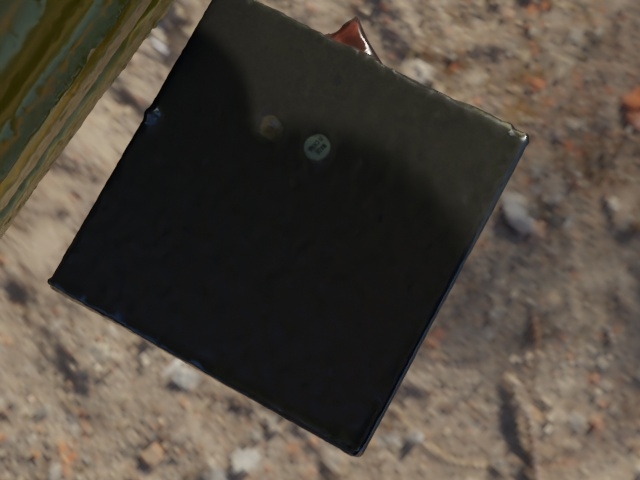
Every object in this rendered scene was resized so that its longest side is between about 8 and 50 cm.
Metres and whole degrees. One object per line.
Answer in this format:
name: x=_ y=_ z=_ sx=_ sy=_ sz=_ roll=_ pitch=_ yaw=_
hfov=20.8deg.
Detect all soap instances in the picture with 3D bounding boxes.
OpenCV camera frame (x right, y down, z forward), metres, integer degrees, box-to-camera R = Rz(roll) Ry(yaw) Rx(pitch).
soap: x=-0.154 y=-0.073 z=0.809 sx=0.091 sy=0.199 sz=0.315 roll=38 pitch=105 yaw=-4

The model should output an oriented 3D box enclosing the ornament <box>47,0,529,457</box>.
ornament: x=0.000 y=0.000 z=0.814 sx=0.166 sy=0.153 sz=0.196 roll=-60 pitch=169 yaw=-7
